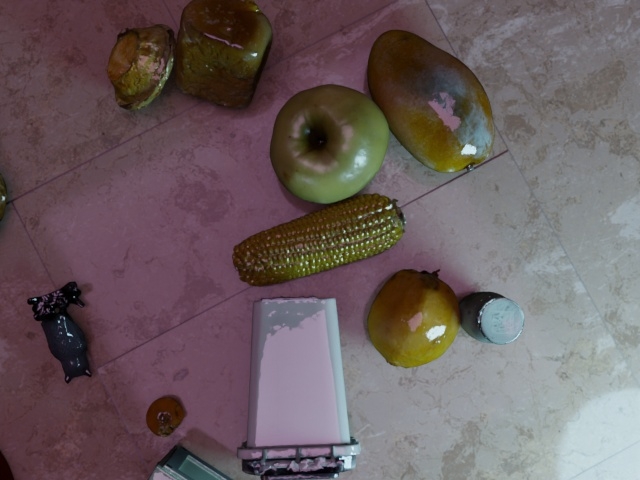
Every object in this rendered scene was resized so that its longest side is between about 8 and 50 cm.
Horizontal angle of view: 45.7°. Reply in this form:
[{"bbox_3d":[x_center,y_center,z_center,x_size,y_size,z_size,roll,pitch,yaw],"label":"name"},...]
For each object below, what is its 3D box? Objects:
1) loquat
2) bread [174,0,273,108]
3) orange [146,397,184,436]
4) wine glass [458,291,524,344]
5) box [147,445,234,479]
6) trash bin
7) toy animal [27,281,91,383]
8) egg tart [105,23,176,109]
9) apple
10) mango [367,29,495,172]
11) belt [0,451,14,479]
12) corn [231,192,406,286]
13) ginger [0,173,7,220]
[{"bbox_3d":[0.203,0.164,1.651,0.187,0.176,0.234,27,89,-15],"label":"loquat"},{"bbox_3d":[-0.214,-0.419,1.664,0.195,0.246,0.176,18,61,-6],"label":"bread"},{"bbox_3d":[-0.347,0.390,1.683,0.086,0.062,0.086,0,83,1],"label":"orange"},{"bbox_3d":[0.359,0.164,1.631,0.111,0.204,0.111,0,88,-5],"label":"wine glass"},{"bbox_3d":[-0.259,0.549,1.590,0.225,0.225,0.117,33,86,1],"label":"box"},{"bbox_3d":[-0.048,0.305,1.587,0.256,0.296,0.368,-2,80,1],"label":"trash bin"},{"bbox_3d":[-0.558,0.207,1.668,0.121,0.117,0.210,-22,84,-8],"label":"toy animal"},{"bbox_3d":[-0.404,-0.390,1.676,0.212,0.090,0.212,-14,69,41],"label":"egg tart"},{"bbox_3d":[0.017,-0.208,1.635,0.262,0.262,0.262,0,86,0],"label":"apple"},{"bbox_3d":[0.236,-0.316,1.674,0.221,0.199,0.384,-31,74,3],"label":"mango"},{"bbox_3d":[-0.787,0.561,1.642,0.227,0.115,0.324,-26,87,-1],"label":"belt"},{"bbox_3d":[0.000,0.000,1.677,0.387,0.144,0.144,-18,86,3],"label":"corn"},{"bbox_3d":[-0.836,-0.109,1.669,0.274,0.152,0.357,-19,85,-1],"label":"ginger"}]
